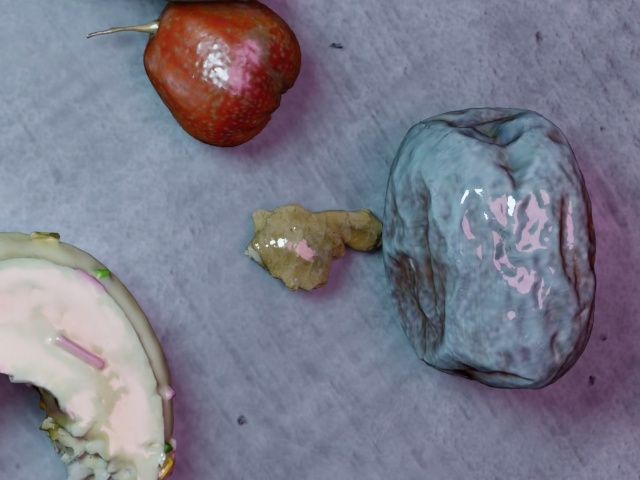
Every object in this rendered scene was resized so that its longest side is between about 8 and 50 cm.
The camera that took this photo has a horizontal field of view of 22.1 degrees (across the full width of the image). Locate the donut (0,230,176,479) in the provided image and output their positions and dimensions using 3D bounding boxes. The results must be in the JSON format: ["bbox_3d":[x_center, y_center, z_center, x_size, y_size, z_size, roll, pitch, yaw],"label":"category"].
[{"bbox_3d":[-0.330,0.144,1.588,0.371,0.150,0.307,-8,92,-24],"label":"donut"}]

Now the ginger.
[{"bbox_3d":[0.001,0.008,1.782,0.165,0.067,0.096,-3,69,-24],"label":"ginger"}]

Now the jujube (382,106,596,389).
[{"bbox_3d":[0.191,0.017,1.772,0.215,0.246,0.308,-14,111,-28],"label":"jujube"}]

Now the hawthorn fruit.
[{"bbox_3d":[-0.125,-0.198,1.698,0.203,0.162,0.163,35,76,-2],"label":"hawthorn fruit"}]
